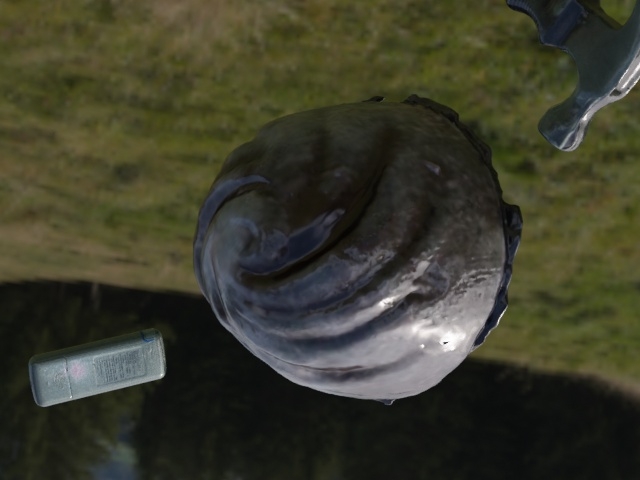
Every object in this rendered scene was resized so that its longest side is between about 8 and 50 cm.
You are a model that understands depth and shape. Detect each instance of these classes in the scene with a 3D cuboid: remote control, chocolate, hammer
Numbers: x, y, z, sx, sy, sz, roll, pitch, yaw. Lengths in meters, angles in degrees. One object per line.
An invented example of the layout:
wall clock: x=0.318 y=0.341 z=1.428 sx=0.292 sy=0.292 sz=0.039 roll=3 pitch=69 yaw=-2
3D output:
remote control: x=-0.202 y=0.115 z=1.330 sx=0.125 sy=0.053 sz=0.018 roll=-13 pitch=-153 yaw=-17
chocolate: x=0.000 y=0.000 z=1.339 sx=0.303 sy=0.303 sz=0.213 roll=-5 pitch=175 yaw=44
hammer: x=0.165 y=-0.195 z=1.121 sx=0.041 sy=0.158 sz=0.226 roll=2 pitch=-141 yaw=-47
